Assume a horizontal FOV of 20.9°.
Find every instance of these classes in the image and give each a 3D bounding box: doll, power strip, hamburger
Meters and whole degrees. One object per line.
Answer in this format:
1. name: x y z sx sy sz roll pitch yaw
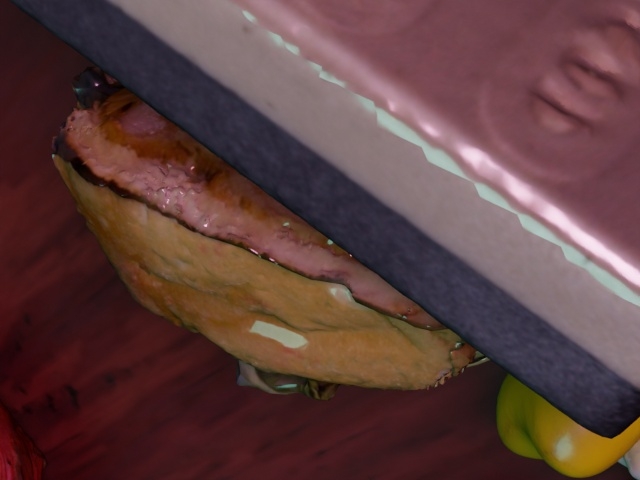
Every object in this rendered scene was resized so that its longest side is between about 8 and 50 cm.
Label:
1. doll: 0.119 0.062 0.550 0.135 0.071 0.113 -13 123 41
2. power strip: 0.022 -0.057 0.491 0.256 0.105 0.070 38 141 6
3. hamburger: -0.004 0.002 0.591 0.176 0.087 0.102 20 147 18

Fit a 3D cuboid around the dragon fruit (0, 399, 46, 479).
1. dragon fruit: -0.219 0.132 0.806 0.172 0.209 0.172 11 107 40
